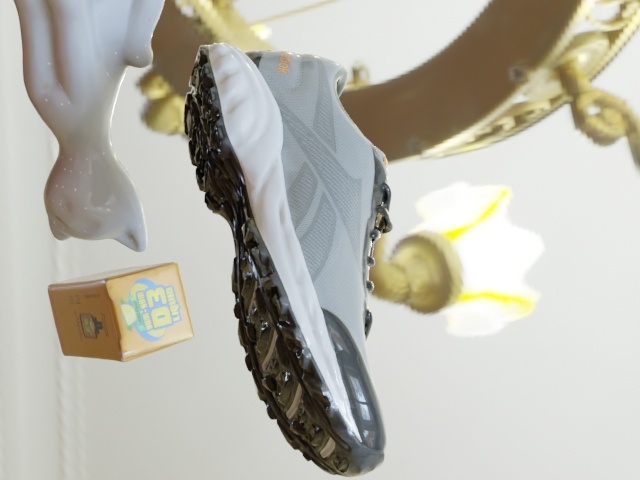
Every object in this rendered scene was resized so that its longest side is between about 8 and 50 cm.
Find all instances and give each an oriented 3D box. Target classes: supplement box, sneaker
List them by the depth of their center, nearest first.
[{"bbox_3d":[0.000,0.000,0.853,0.100,0.108,0.272,114,-34,-58],"label":"sneaker"},{"bbox_3d":[-0.194,0.068,1.453,0.233,0.080,0.078,175,-98,-69],"label":"supplement box"}]

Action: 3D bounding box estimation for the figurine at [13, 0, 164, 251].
[{"bbox_3d":[-0.202,-0.093,0.968,0.214,0.092,0.210,14,-56,17],"label":"figurine"}]
